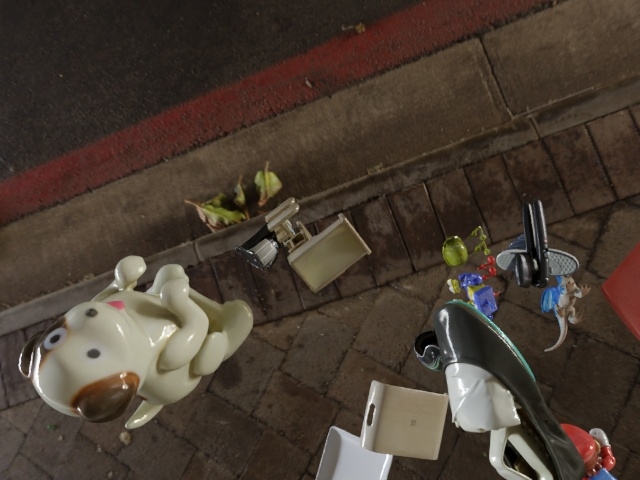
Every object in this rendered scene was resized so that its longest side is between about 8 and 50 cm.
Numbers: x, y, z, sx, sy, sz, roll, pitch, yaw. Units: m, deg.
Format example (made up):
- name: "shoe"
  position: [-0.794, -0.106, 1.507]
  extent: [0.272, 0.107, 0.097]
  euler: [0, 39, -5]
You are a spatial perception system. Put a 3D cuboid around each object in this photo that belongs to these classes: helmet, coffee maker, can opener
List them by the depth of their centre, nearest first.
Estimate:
- name: "can opener"
  position: [0.434, 0.006, 0.997]
  extent: [0.059, 0.073, 0.186]
  euler: [-6, 73, 53]
- name: "helmet"
  position: [0.437, 0.402, 1.825]
  extent: [0.169, 0.161, 0.169]
  euler: [11, 52, -14]
- name: "coffee maker"
  position: [-0.215, 0.003, 1.880]
  extent: [0.171, 0.120, 0.178]
  euler: [35, 65, 26]

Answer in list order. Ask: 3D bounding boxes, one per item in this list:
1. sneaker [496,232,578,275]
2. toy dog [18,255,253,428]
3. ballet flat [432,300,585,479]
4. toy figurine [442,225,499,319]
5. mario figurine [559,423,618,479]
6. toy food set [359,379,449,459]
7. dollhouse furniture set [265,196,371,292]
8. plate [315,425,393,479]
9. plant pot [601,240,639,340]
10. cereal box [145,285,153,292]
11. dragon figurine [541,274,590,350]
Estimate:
- name: "sneaker"
  position: [0.671, 0.035, 1.485]
  extent: [0.226, 0.163, 0.086]
  euler: [7, 116, 42]
- name: "toy dog"
  position: [-0.399, 0.221, 1.025]
  extent: [0.284, 0.408, 0.395]
  euler: [35, 95, 16]
- name: "ballet flat"
  position: [0.211, 0.199, 0.563]
  extent: [0.280, 0.095, 0.096]
  euler: [51, 53, -9]
- name: "toy figurine"
  position: [0.587, 0.159, 1.778]
  extent: [0.191, 0.217, 0.362]
  euler: [-23, 119, -1]
- name: "mario figurine"
  position: [0.757, 0.662, 1.385]
  extent: [0.170, 0.198, 0.320]
  euler: [-43, 75, 36]
- name: "toy food set"
  position: [0.290, 0.607, 1.677]
  extent: [0.306, 0.092, 0.219]
  euler: [15, 83, -20]
- name: "dollhouse furniture set"
  position: [0.000, 0.000, 1.213]
  extent: [0.161, 0.242, 0.212]
  euler: [-38, 112, 2]
- name: "plate"
  position: [0.111, 0.817, 1.693]
  extent: [0.277, 0.045, 0.278]
  euler: [4, 70, 41]
- name: "plant pot"
  position: [0.867, 0.135, 1.193]
  extent: [0.267, 0.267, 0.235]
  euler: [-59, 33, 18]
- name: "cereal box"
  position: [-0.445, 0.230, 1.357]
  extent: [0.173, 0.047, 0.240]
  euler: [-35, 50, 34]
- name: "dragon figurine"
  position: [0.718, 0.185, 1.471]
  extent: [0.085, 0.144, 0.289]
  euler: [10, 91, 3]
